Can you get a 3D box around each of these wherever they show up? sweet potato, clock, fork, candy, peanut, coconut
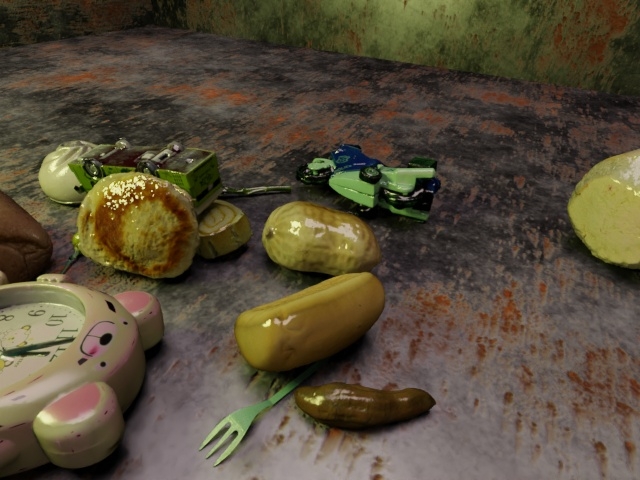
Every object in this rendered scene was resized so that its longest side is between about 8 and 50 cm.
[{"bbox_3d":[0.058,0.205,0.522,0.182,0.053,0.053,4,44,-4],"label":"sweet potato"},{"bbox_3d":[-0.372,0.148,0.503,0.310,0.114,0.284,1,29,-4],"label":"clock"},{"bbox_3d":[-0.053,0.197,0.550,0.039,0.021,0.235,32,44,30],"label":"fork"},{"bbox_3d":[-0.447,0.029,0.753,0.035,0.035,0.122,2,43,4],"label":"candy"},{"bbox_3d":[0.000,0.000,0.745,0.225,0.129,0.129,9,35,13],"label":"peanut"},{"bbox_3d":[0.654,-0.072,0.820,0.245,0.239,0.239,-19,40,-20],"label":"coconut"}]

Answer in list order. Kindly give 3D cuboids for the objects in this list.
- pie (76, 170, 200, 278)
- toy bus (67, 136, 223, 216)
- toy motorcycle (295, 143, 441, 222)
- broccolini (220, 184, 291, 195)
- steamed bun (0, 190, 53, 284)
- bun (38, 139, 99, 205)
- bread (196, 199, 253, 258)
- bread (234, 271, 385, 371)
[{"bbox_3d":[-0.306,-0.025,0.707,0.206,0.178,0.084,13,5,5],"label":"pie"},{"bbox_3d":[-0.341,-0.116,0.827,0.302,0.139,0.113,8,40,24],"label":"toy bus"},{"bbox_3d":[0.113,-0.148,0.980,0.332,0.125,0.196,18,38,26],"label":"toy motorcycle"},{"bbox_3d":[-0.176,-0.114,0.981,0.218,0.044,0.042,0,19,-13],"label":"broccolini"},{"bbox_3d":[-0.616,-0.008,0.639,0.252,0.199,0.301,26,40,28],"label":"steamed bun"},{"bbox_3d":[-0.538,-0.162,0.938,0.173,0.119,0.172,0,34,0],"label":"bun"},{"bbox_3d":[-0.207,-0.026,0.816,0.118,0.064,0.156,-22,36,-24],"label":"bread"},{"bbox_3d":[-0.010,0.116,0.590,0.218,0.098,0.147,-17,4,-27],"label":"bread"}]
